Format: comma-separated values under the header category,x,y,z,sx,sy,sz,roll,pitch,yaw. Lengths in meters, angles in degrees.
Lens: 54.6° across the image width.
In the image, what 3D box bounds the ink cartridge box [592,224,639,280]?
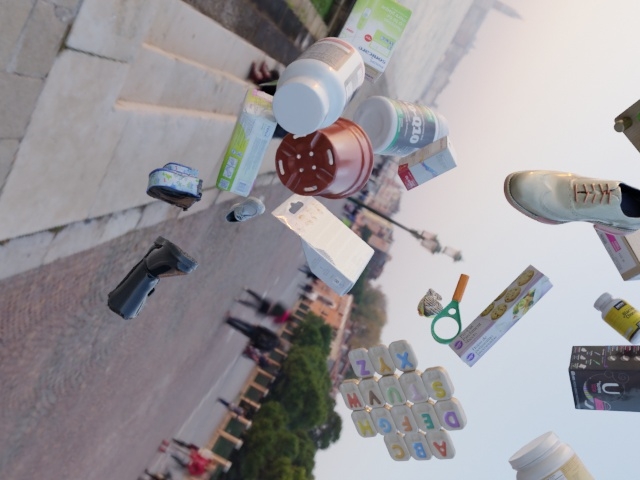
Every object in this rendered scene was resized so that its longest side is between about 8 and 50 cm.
category,x,y,z,sx,sy,sz,roll,pitch,yaw
ink cartridge box,1.096,0.022,2.187,0.088,0.193,0.235,-46,-127,46

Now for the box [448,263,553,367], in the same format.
category,x,y,z,sx,sy,sz,roll,pitch,yaw
box,0.495,0.207,1.702,0.324,0.063,0.067,-45,-147,4

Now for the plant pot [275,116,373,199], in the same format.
category,x,y,z,sx,sy,sz,roll,pitch,yaw
plant pot,0.001,-0.251,1.931,0.273,0.272,0.265,-62,167,18

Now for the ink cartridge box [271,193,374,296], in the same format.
category,x,y,z,sx,sy,sz,roll,pitch,yaw
ink cartridge box,0.000,0.000,2.304,0.091,0.385,0.308,-51,179,29

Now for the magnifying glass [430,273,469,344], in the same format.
category,x,y,z,sx,sy,sz,roll,pitch,yaw
magnifying glass,0.400,0.205,1.871,0.231,0.092,0.026,-64,153,-22

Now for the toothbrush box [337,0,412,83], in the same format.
category,x,y,z,sx,sy,sz,roll,pitch,yaw
toothbrush box,0.186,-0.771,2.321,0.283,0.206,0.122,-63,-172,-11

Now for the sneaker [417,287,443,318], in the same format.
category,x,y,z,sx,sy,sz,roll,pitch,yaw
sneaker,0.395,0.252,2.282,0.094,0.081,0.208,-52,174,19

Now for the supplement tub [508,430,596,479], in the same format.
category,x,y,z,sx,sy,sz,roll,pitch,yaw
supplement tub,0.521,0.536,1.351,0.144,0.200,0.144,-31,161,-12

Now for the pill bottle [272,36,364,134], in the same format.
category,x,y,z,sx,sy,sz,roll,pitch,yaw
pill bottle,-0.007,-0.385,1.561,0.176,0.176,0.319,-63,179,36

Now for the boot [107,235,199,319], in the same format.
category,x,y,z,sx,sy,sz,roll,pitch,yaw
boot,-0.395,0.098,1.442,0.207,0.094,0.246,-54,-154,-11

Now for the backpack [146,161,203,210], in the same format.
category,x,y,z,sx,sy,sz,roll,pitch,yaw
backpack,-0.340,-0.130,1.435,0.105,0.114,0.084,-25,-123,53

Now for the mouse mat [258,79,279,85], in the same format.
category,x,y,z,sx,sy,sz,roll,pitch,yaw
mouse mat,-0.072,-0.486,1.857,0.189,0.152,0.007,-28,116,-36

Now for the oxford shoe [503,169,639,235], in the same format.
category,x,y,z,sx,sy,sz,roll,pitch,yaw
oxford shoe,0.639,-0.112,1.496,0.146,0.396,0.141,137,-41,-70

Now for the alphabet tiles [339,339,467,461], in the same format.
category,x,y,z,sx,sy,sz,roll,pitch,yaw
alphabet tiles,0.172,0.356,1.352,0.284,0.278,0.021,-19,-174,38

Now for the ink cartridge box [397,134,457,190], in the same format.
category,x,y,z,sx,sy,sz,roll,pitch,yaw
ink cartridge box,0.338,-0.244,1.956,0.175,0.072,0.127,-26,-160,23

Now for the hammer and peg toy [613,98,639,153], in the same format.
category,x,y,z,sx,sy,sz,roll,pitch,yaw
hammer and peg toy,1.064,-0.349,1.802,0.127,0.266,0.361,-31,171,-28

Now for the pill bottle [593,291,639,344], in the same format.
category,x,y,z,sx,sy,sz,roll,pitch,yaw
pill bottle,1.038,0.263,2.134,0.103,0.184,0.103,-24,139,-23

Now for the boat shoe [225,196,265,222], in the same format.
category,x,y,z,sx,sy,sz,roll,pitch,yaw
boat shoe,-0.293,-0.105,2.376,0.227,0.079,0.081,-12,-148,54

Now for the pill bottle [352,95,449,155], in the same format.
category,x,y,z,sx,sy,sz,roll,pitch,yaw
pill bottle,0.305,-0.412,2.297,0.360,0.204,0.204,-3,130,-45

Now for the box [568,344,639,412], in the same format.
category,x,y,z,sx,sy,sz,roll,pitch,yaw
box,0.947,0.438,1.975,0.143,0.270,0.165,-47,124,-53

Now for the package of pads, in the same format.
category,x,y,z,sx,sy,sz,roll,pitch,yaw
package of pads,-0.189,-0.275,1.668,0.297,0.101,0.229,-97,-151,-65
